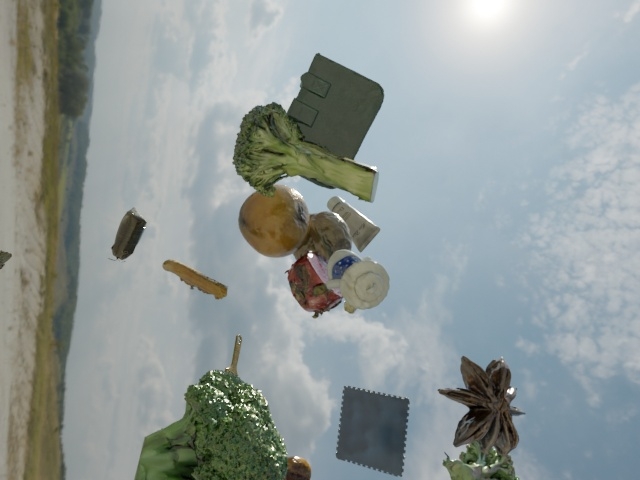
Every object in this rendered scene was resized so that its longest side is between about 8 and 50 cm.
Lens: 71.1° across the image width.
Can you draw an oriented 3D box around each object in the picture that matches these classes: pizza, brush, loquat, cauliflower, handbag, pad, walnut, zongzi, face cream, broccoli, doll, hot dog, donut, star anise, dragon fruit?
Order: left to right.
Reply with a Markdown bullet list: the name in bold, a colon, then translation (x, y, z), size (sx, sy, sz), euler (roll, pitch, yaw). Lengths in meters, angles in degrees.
- **zongzi**: translation (-0.717, -0.025, 1.655), size (0.184, 0.084, 0.187), euler (30, -88, 57)
- **pizza**: translation (-0.399, 0.124, 1.427), size (0.056, 0.271, 0.134), euler (-59, 164, -21)
- **broccoli**: translation (-0.220, 0.462, 0.945), size (0.321, 0.310, 0.413), euler (-49, -166, -2)
- **brush**: translation (-0.307, 0.431, 1.602), size (0.010, 0.082, 0.218), euler (-21, -139, 21)
- **loquat**: translation (-0.156, -0.069, 1.590), size (0.263, 0.263, 0.262), euler (-19, -113, 57)
- **hot dog**: translation (-0.083, 0.678, 1.313), size (0.060, 0.140, 0.089), euler (1, -119, 52)
- **broccoli**: translation (-0.029, -0.194, 1.104), size (0.221, 0.362, 0.252), euler (-65, -173, -12)
- **dragon fruit**: translation (-0.023, 0.146, 1.495), size (0.147, 0.211, 0.282), euler (-40, -168, 13)
- **walnut**: translation (0.000, 0.002, 1.777), size (0.248, 0.249, 0.248), euler (-19, -113, 57)
- **handbag**: translation (0.013, -0.326, 1.268), size (0.326, 0.239, 0.089), euler (-62, -175, 10)
- **face cream**: translation (0.145, -0.092, 2.106), size (0.143, 0.089, 0.314), euler (-50, -124, 13)
- **doll**: translation (0.085, 0.090, 1.117), size (0.119, 0.138, 0.293), euler (63, -9, -12)
- **donut**: translation (0.156, 0.244, 2.037), size (0.065, 0.108, 0.165), euler (24, -49, 24)
- **pad**: translation (0.184, 0.678, 1.610), size (0.269, 0.012, 0.269), euler (3, -102, 32)
- **cauliflower**: translation (0.453, 0.712, 1.311), size (0.256, 0.315, 0.239), euler (-43, -149, 4)
- **star anise**: translation (0.370, 0.375, 1.002), size (0.236, 0.229, 0.093), euler (56, -22, -1)

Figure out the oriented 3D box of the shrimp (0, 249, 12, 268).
- **shrimp**: translation (-0.971, 0.058, 1.236), size (0.253, 0.058, 0.173), euler (-74, 172, -62)
